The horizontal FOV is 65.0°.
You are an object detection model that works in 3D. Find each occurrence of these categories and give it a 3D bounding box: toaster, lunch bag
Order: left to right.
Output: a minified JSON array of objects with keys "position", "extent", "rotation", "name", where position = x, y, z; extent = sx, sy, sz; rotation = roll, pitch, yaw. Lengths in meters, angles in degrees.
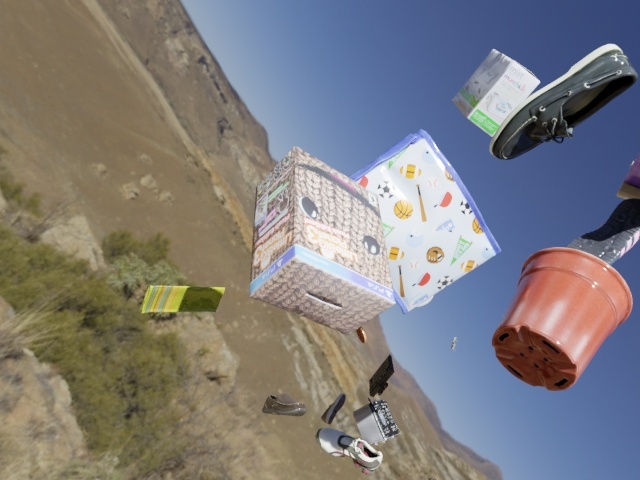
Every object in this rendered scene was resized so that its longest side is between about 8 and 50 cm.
[{"position":[0.241,0.781,2.182],"extent":[0.168,0.110,0.186],"rotation":[18,43,-58],"name":"toaster"},{"position":[0.240,-0.061,1.376],"extent":[0.385,0.327,0.239],"rotation":[53,3,-22],"name":"lunch bag"}]

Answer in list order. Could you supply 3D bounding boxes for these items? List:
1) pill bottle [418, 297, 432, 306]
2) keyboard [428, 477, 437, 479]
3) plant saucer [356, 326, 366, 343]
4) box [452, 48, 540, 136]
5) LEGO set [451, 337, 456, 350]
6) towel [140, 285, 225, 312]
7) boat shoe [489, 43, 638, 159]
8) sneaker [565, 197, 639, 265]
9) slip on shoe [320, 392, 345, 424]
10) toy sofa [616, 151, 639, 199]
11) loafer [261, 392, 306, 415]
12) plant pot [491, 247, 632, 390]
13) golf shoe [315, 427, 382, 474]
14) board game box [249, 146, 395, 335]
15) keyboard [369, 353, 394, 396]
[{"position":[0.309,0.127,1.710],"extent":[0.193,0.108,0.108],"rotation":[-101,165,-57],"name":"pill bottle"},{"position":[0.364,0.935,1.846],"extent":[0.038,0.192,0.100],"rotation":[34,33,8],"name":"keyboard"},{"position":[0.175,0.398,2.148],"extent":[0.083,0.013,0.084],"rotation":[161,-90,-73],"name":"plant saucer"},{"position":[0.605,-0.527,1.772],"extent":[0.126,0.231,0.262],"rotation":[32,24,-15],"name":"box"},{"position":[0.606,0.474,2.299],"extent":[0.023,0.054,0.083],"rotation":[23,9,4],"name":"LEGO set"},{"position":[-0.410,0.178,1.512],"extent":[0.237,0.102,0.021],"rotation":[6,36,-36],"name":"towel"},{"position":[0.550,-0.284,1.144],"extent":[0.127,0.340,0.113],"rotation":[31,30,-47],"name":"boat shoe"},{"position":[0.767,0.025,1.353],"extent":[0.112,0.319,0.131],"rotation":[47,-14,40],"name":"sneaker"},{"position":[0.051,0.656,1.976],"extent":[0.041,0.135,0.051],"rotation":[12,-36,38],"name":"slip on shoe"},{"position":[0.876,-0.179,1.269],"extent":[0.150,0.177,0.362],"rotation":[25,-9,23],"name":"toy sofa"},{"position":[-0.135,0.587,1.809],"extent":[0.080,0.220,0.078],"rotation":[24,63,-39],"name":"loafer"},{"position":[0.572,0.204,1.234],"extent":[0.272,0.265,0.272],"rotation":[31,-35,25],"name":"plant pot"},{"position":[0.115,0.798,1.965],"extent":[0.272,0.105,0.120],"rotation":[27,-48,3],"name":"golf shoe"},{"position":[0.000,0.000,0.991],"extent":[0.232,0.141,0.291],"rotation":[26,41,-30],"name":"board game box"},{"position":[0.222,0.509,1.850],"extent":[0.108,0.023,0.180],"rotation":[-94,-157,-48],"name":"keyboard"}]
